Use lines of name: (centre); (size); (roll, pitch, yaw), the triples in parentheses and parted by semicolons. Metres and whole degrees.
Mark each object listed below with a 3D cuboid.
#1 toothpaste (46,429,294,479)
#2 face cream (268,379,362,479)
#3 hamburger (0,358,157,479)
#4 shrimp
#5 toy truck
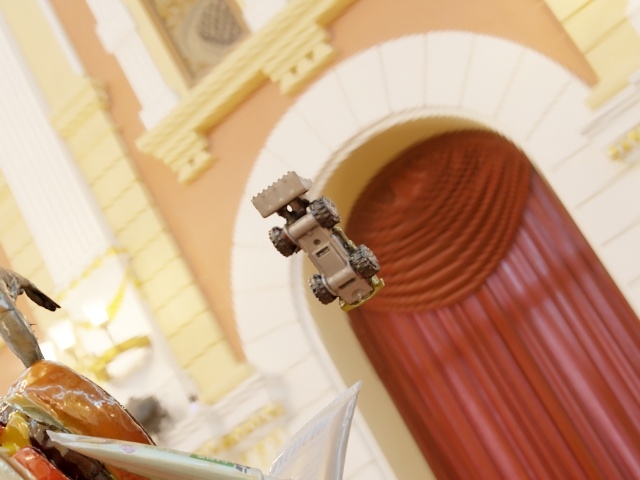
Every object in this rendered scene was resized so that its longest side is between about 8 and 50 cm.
toothpaste: (-0.185, 0.283, 1.515); (0.314, 0.056, 0.058); (19, -49, -17)
face cream: (-0.031, 0.413, 1.855); (0.235, 0.137, 0.420); (-46, 16, 32)
hamburger: (-0.388, 0.361, 1.796); (0.250, 0.330, 0.330); (-44, -12, -27)
shrimp: (-0.474, 0.146, 2.042); (0.051, 0.262, 0.198); (-40, -15, 17)
toy truck: (0.000, 0.000, 2.241); (0.136, 0.286, 0.111); (-34, 10, 19)
